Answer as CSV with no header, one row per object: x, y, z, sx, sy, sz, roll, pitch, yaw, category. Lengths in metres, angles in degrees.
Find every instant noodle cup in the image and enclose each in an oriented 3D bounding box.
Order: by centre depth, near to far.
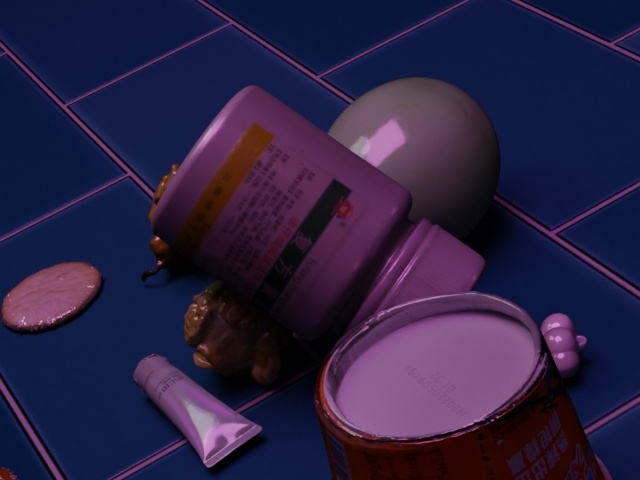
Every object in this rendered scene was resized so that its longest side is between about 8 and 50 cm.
0.132,0.201,1.577,0.296,0.214,0.296,-13,32,8,instant noodle cup

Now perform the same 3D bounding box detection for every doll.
0.215,0.127,1.791,0.162,0.062,0.106,-13,36,12,doll

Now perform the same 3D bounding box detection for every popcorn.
-0.098,0.096,1.937,0.141,0.162,0.135,1,-13,-40,popcorn
-0.158,-0.036,2.154,0.195,0.168,0.173,-6,70,39,popcorn

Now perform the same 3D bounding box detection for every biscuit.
-0.372,0.075,2.231,0.152,0.020,0.152,-14,32,9,biscuit

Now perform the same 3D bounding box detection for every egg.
0.105,-0.082,2.022,0.220,0.220,0.270,10,51,39,egg

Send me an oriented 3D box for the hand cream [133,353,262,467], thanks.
-0.152,0.197,1.899,0.078,0.050,0.205,-33,38,-20,hand cream

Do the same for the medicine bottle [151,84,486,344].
0.000,0.000,1.826,0.339,0.208,0.208,35,48,2,medicine bottle

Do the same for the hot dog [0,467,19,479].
-0.458,0.338,1.823,0.268,0.075,0.144,-30,36,-12,hot dog
